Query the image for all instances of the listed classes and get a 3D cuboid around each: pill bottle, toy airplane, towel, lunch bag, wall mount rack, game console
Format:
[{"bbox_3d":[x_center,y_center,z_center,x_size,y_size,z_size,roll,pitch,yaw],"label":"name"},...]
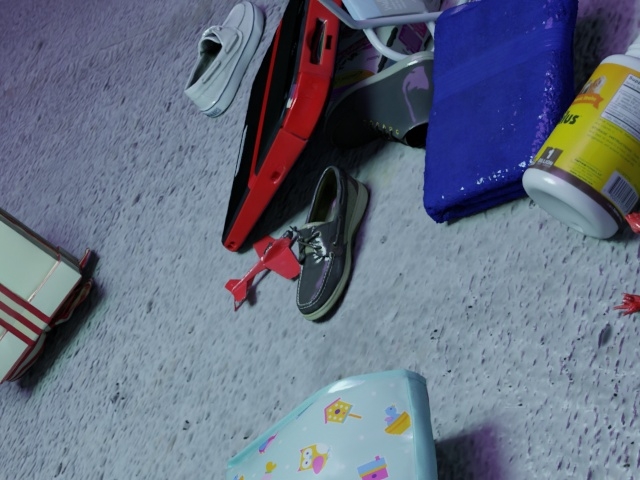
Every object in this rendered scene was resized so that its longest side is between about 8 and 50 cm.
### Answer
[{"bbox_3d":[0.321,-0.117,1.324,0.215,0.117,0.117,-54,32,-6],"label":"pill bottle"},{"bbox_3d":[-0.084,0.036,1.756,0.151,0.028,0.151,-33,34,27],"label":"toy airplane"},{"bbox_3d":[0.230,-0.184,1.522,0.228,0.076,0.308,-22,51,46],"label":"towel"},{"bbox_3d":[0.026,0.277,1.258,0.262,0.160,0.223,-38,33,30],"label":"lunch bag"},{"bbox_3d":[0.040,-0.401,1.714,0.350,0.304,0.130,62,148,31],"label":"wall mount rack"},{"bbox_3d":[-0.052,-0.216,1.842,0.342,0.060,0.386,120,164,-46],"label":"game console"}]

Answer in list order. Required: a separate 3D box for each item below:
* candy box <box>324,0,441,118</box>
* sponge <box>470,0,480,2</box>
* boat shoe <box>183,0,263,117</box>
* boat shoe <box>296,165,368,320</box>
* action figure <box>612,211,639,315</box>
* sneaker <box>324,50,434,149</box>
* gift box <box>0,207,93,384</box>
[{"bbox_3d":[0.083,-0.300,1.847,0.159,0.071,0.233,-11,50,45],"label":"candy box"},{"bbox_3d":[0.249,-0.296,1.674,0.117,0.031,0.210,-21,43,40],"label":"sponge"},{"bbox_3d":[-0.174,-0.342,2.194,0.095,0.084,0.258,-20,43,40],"label":"boat shoe"},{"bbox_3d":[0.001,-0.001,1.644,0.080,0.073,0.223,-15,46,43],"label":"boat shoe"},{"bbox_3d":[0.360,-0.017,1.203,0.139,0.091,0.280,12,66,48],"label":"action figure"},{"bbox_3d":[0.086,-0.160,1.693,0.222,0.083,0.118,-33,48,39],"label":"sneaker"},{"bbox_3d":[-0.543,0.070,2.090,0.255,0.258,0.276,-52,12,2],"label":"gift box"}]
